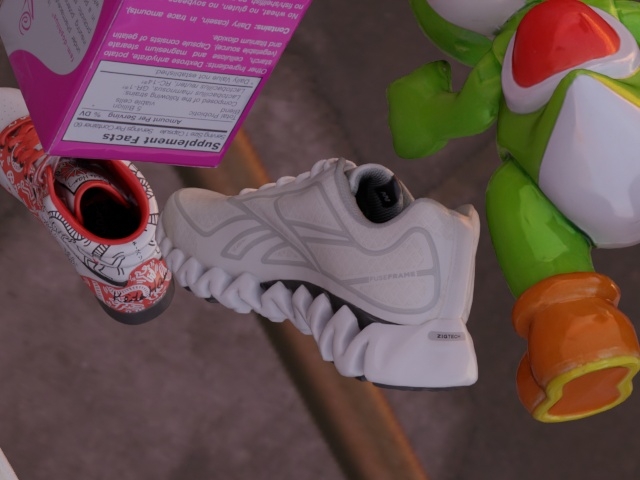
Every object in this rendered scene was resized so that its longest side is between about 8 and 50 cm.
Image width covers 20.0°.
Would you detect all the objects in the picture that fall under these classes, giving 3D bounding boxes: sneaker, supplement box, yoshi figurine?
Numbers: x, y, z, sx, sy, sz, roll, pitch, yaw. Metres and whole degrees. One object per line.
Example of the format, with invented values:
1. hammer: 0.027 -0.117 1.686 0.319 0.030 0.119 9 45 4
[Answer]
1. sneaker: 0.000 0.000 1.138 0.110 0.292 0.118 0 104 -39
2. supplement box: -0.074 -0.154 0.946 0.114 0.111 0.220 4 135 -35
3. yoshi figurine: 0.139 -0.085 1.030 0.203 0.203 0.362 -1 63 -36
4. sneaker: -0.214 -0.063 1.518 0.090 0.270 0.145 -33 156 -15

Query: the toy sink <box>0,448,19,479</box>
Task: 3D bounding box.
1. toy sink: -0.198 0.115 0.726 0.131 0.153 0.234 -32 108 -21
